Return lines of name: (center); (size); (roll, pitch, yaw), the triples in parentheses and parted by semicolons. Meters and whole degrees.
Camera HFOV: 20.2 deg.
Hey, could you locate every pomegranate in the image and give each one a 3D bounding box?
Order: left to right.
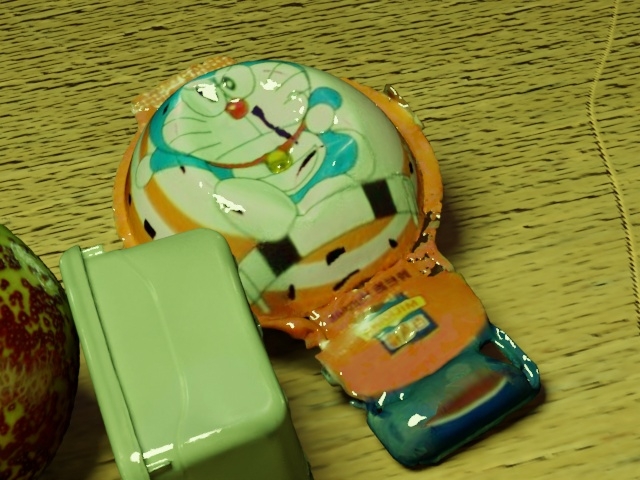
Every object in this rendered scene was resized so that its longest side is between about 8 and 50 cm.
pomegranate: (-0.233, 0.070, 0.939); (0.214, 0.214, 0.248); (-10, 5, -6)

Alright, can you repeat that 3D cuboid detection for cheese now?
cheese: (0.000, 0.000, 1.103); (0.217, 0.129, 0.329); (-28, 58, -19)

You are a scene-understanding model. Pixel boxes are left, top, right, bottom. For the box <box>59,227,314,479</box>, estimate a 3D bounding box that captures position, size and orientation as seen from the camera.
box: (-0.068, 0.080, 0.964); (0.092, 0.124, 0.172); (-20, 52, -4)
